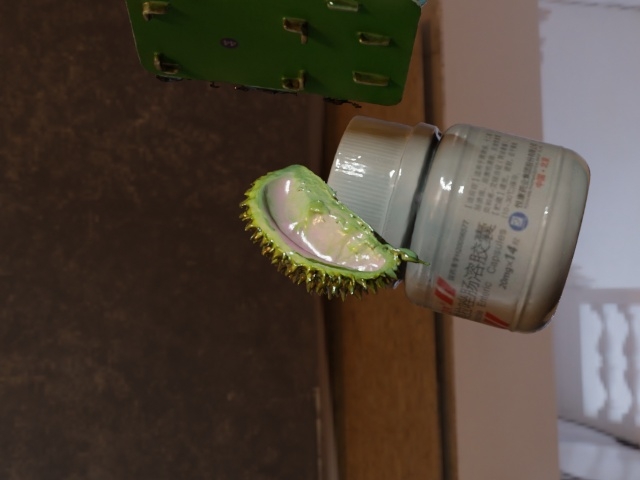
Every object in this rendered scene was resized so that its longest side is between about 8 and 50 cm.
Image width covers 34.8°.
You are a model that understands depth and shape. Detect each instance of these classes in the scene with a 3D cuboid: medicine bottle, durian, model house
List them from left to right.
[{"bbox_3d":[-0.028,-0.357,1.221,0.358,0.312,0.242,8,-19,3],"label":"model house"},{"bbox_3d":[-0.002,0.009,1.105,0.137,0.095,0.221,-29,44,-27],"label":"durian"},{"bbox_3d":[0.167,-0.029,1.305,0.306,0.245,0.245,15,0,9],"label":"medicine bottle"}]
